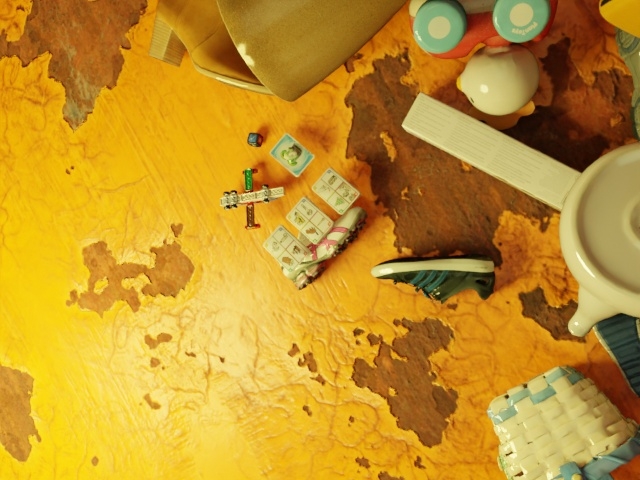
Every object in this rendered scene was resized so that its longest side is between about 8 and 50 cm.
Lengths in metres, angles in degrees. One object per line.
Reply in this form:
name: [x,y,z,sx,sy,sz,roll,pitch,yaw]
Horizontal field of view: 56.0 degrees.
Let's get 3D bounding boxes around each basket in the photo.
basket: [0.382,0.331,0.866,0.201,0.255,0.289,-40,63,13]

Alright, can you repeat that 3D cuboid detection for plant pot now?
plant pot: [0.010,-0.374,0.924,0.255,0.237,0.237,-21,87,23]

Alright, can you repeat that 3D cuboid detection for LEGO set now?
LEGO set: [-0.068,-0.083,1.068,0.244,0.060,0.182,42,94,22]

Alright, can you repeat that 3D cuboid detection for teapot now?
teapot: [0.457,-0.010,0.827,0.256,0.187,0.252,-10,75,20]

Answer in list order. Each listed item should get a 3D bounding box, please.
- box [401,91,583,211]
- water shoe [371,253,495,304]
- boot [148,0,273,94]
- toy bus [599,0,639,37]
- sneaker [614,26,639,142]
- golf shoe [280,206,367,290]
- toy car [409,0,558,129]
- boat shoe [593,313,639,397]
box: [0.287,-0.134,0.960,0.324,0.063,0.067,30,99,13]
water shoe: [0.184,0.068,0.997,0.203,0.073,0.080,-3,94,17]
boot: [-0.166,-0.389,1.060,0.295,0.104,0.211,24,100,18]
toy bus: [0.542,-0.295,0.773,0.333,0.108,0.130,15,92,-4]
sneaker: [0.518,-0.273,0.878,0.130,0.111,0.296,-10,97,5]
golf shoe: [0.000,0.000,1.050,0.186,0.067,0.086,-44,80,14]
toy car: [0.251,-0.275,0.922,0.211,0.219,0.237,-3,121,17]
boat shoe: [0.460,0.153,0.921,0.066,0.066,0.183,-21,77,16]
